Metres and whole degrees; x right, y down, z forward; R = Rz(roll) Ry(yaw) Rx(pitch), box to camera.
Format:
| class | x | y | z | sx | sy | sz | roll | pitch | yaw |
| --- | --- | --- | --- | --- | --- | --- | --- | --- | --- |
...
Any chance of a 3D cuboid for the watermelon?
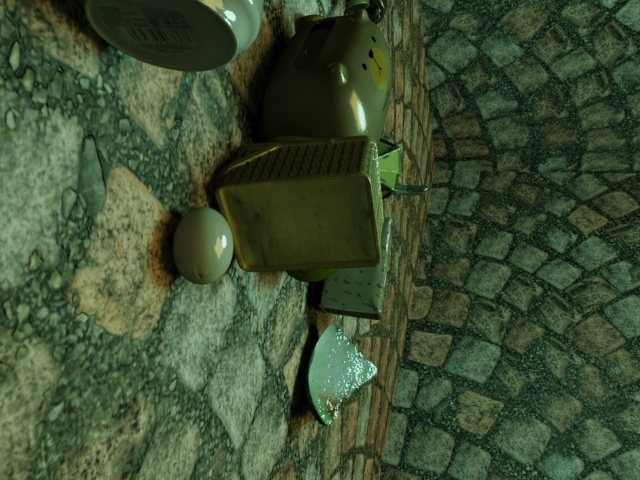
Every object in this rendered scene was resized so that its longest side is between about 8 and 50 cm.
| class | x | y | z | sx | sy | sz | roll | pitch | yaw |
| --- | --- | --- | --- | --- | --- | --- | --- | --- | --- |
| watermelon | 0.068 | 0.427 | 1.689 | 0.289 | 0.214 | 0.319 | 75 | 14 | -48 |

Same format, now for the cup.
| class | x | y | z | sx | sy | sz | roll | pitch | yaw |
| --- | --- | --- | --- | --- | --- | --- | --- | --- | --- |
| cup | -0.209 | -0.430 | 0.729 | 0.323 | 0.237 | 0.326 | 20 | 73 | -40 |

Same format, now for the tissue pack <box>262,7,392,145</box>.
| class | x | y | z | sx | sy | sz | roll | pitch | yaw |
| --- | --- | --- | --- | --- | --- | --- | --- | --- | --- |
| tissue pack | 0.021 | -0.346 | 1.319 | 0.276 | 0.268 | 0.387 | 74 | 27 | -43 |

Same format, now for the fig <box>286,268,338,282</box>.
| class | x | y | z | sx | sy | sz | roll | pitch | yaw |
| --- | --- | --- | --- | --- | --- | --- | --- | --- | --- |
| fig | 0.000 | 0.000 | 1.392 | 0.225 | 0.203 | 0.202 | -3 | 98 | -34 |

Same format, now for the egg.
| class | x | y | z | sx | sy | sz | roll | pitch | yaw |
| --- | --- | --- | --- | --- | --- | --- | --- | --- | --- |
| egg | -0.202 | 0.009 | 0.976 | 0.103 | 0.103 | 0.134 | 2 | 90 | -72 |

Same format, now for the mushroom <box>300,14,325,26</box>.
| class | x | y | z | sx | sy | sz | roll | pitch | yaw |
| --- | --- | --- | --- | --- | --- | --- | --- | --- | --- |
| mushroom | -0.016 | -0.495 | 1.510 | 0.071 | 0.084 | 0.209 | -20 | 129 | -23 |

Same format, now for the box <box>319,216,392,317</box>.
| class | x | y | z | sx | sy | sz | roll | pitch | yaw |
| --- | --- | --- | --- | --- | --- | --- | --- | --- | --- |
| box | 0.113 | 0.081 | 1.741 | 0.225 | 0.191 | 0.296 | 61 | 35 | -75 |

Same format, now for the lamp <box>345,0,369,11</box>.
| class | x | y | z | sx | sy | sz | roll | pitch | yaw |
| --- | --- | --- | --- | --- | --- | --- | --- | --- | --- |
| lamp | 0.096 | -0.801 | 1.685 | 0.121 | 0.121 | 0.214 | -20 | 100 | -70 |

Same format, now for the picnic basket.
| class | x | y | z | sx | sy | sz | roll | pitch | yaw |
| --- | --- | --- | --- | --- | --- | --- | --- | --- | --- |
| picnic basket | -0.035 | -0.078 | 1.152 | 0.175 | 0.313 | 0.227 | -78 | 161 | -52 |

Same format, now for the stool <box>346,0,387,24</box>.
| class | x | y | z | sx | sy | sz | roll | pitch | yaw |
| --- | --- | --- | --- | --- | --- | --- | --- | --- | --- |
| stool | 0.141 | -0.782 | 1.839 | 0.217 | 0.125 | 0.121 | 64 | 35 | -39 |

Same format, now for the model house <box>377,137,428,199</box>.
| class | x | y | z | sx | sy | sz | roll | pitch | yaw |
| --- | --- | --- | --- | --- | --- | --- | --- | --- | --- |
| model house | 0.229 | -0.245 | 1.954 | 0.218 | 0.279 | 0.204 | 76 | 23 | -44 |
